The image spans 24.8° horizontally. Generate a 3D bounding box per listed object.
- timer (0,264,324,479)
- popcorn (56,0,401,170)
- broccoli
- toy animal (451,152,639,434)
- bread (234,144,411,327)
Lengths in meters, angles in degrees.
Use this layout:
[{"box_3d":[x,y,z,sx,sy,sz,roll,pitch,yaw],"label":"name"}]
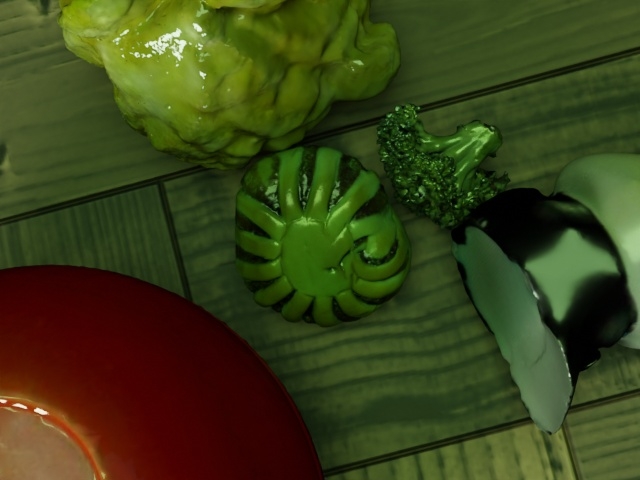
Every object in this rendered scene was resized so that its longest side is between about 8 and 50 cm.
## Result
[{"box_3d":[-0.180,0.202,0.952,0.378,0.279,0.378,-2,74,6],"label":"timer"},{"box_3d":[-0.075,-0.179,1.031,0.242,0.235,0.250,-27,93,-17],"label":"popcorn"},{"box_3d":[0.090,-0.058,1.067,0.092,0.095,0.097,-44,73,11],"label":"broccoli"},{"box_3d":[0.201,0.025,1.031,0.179,0.138,0.166,-25,101,-7],"label":"toy animal"},{"box_3d":[0.000,0.000,1.052,0.130,0.071,0.139,-6,116,4],"label":"bread"}]
